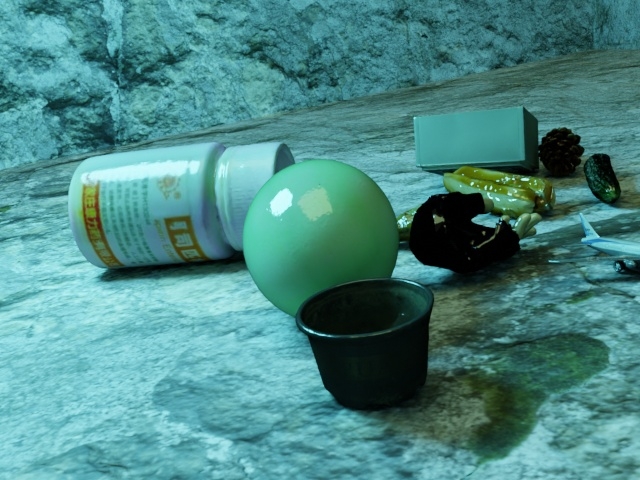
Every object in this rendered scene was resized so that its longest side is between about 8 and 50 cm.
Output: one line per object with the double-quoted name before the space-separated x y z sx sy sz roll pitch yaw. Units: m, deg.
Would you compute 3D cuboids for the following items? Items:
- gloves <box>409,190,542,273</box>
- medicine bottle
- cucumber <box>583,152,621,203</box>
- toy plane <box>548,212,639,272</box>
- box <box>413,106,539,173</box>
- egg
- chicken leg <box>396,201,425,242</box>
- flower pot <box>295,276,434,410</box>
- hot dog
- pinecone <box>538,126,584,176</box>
"gloves" 0.245 -0.011 1.185 0.204 0.124 0.164 11 41 -20
"medicine bottle" -0.243 -0.067 1.422 0.389 0.219 0.219 -5 18 11
"cucumber" 0.534 -0.111 1.446 0.052 0.058 0.214 27 25 1
"toy plane" 0.443 0.015 1.089 0.226 0.058 0.226 -11 20 -20
"box" 0.338 -0.203 1.644 0.225 0.117 0.225 -2 1 23
"egg" 0.000 0.000 1.080 0.221 0.220 0.269 -7 22 7
"chicken leg" 0.139 -0.015 1.333 0.178 0.070 0.093 -15 23 3
"flower pot" 0.056 0.118 0.872 0.158 0.106 0.157 -8 21 3
"hot dog" 0.333 -0.092 1.464 0.109 0.072 0.270 -16 20 -29
"pinecone" 0.513 -0.183 1.642 0.102 0.102 0.109 -1 47 24
